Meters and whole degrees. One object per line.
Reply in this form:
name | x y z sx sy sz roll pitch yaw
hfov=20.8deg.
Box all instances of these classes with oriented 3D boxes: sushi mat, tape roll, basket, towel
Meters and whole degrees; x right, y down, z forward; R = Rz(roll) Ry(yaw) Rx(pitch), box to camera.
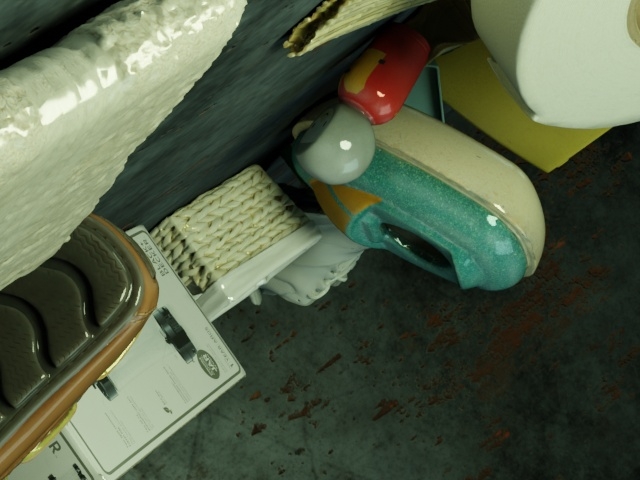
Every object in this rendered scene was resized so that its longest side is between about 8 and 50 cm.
sushi mat | 0.085 -0.200 1.237 0.151 0.019 0.316 -37 179 25
tape roll | 0.286 -0.228 1.232 0.392 0.072 0.392 -25 155 -13
basket | -0.100 0.011 1.705 0.113 0.103 0.167 -39 178 41
towel | -0.153 -0.019 0.785 0.187 0.049 0.282 -38 178 -37

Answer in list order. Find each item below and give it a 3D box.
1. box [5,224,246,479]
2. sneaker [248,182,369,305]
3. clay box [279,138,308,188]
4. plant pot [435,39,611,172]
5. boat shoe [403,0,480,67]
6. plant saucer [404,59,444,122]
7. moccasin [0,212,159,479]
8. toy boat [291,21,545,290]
box | -0.187 0.103 1.408 0.087 0.169 0.290 -35 -179 22
sneaker | 0.000 0.000 1.848 0.111 0.129 0.297 -29 -167 -34
clay box | 0.070 -0.144 1.821 0.222 0.053 0.127 -36 178 -42
plant pot | 0.235 -0.193 1.644 0.212 0.187 0.212 -37 179 -33
boat shoe | 0.115 -0.194 1.515 0.152 0.056 0.049 -25 -167 49
plant saucer | 0.087 -0.123 1.680 0.067 0.018 0.192 3 154 9
moccasin | -0.268 0.128 1.178 0.380 0.139 0.147 -46 171 -7
toy boat | 0.062 -0.060 1.559 0.148 0.267 0.318 -56 154 -14
